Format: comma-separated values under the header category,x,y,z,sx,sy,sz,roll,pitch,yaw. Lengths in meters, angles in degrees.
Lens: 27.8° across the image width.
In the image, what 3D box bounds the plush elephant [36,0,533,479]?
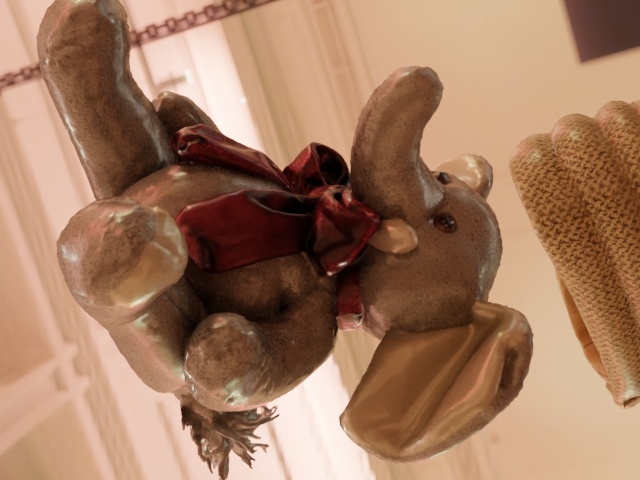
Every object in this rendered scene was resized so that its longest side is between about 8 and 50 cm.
category,x,y,z,sx,sy,sz,roll,pitch,yaw
plush elephant,0.000,0.000,0.810,0.272,0.255,0.330,-109,-1,-53

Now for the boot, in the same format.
category,x,y,z,sx,sy,sz,roll,pitch,yaw
boot,0.183,-0.008,0.444,0.262,0.203,0.095,39,-154,-59
